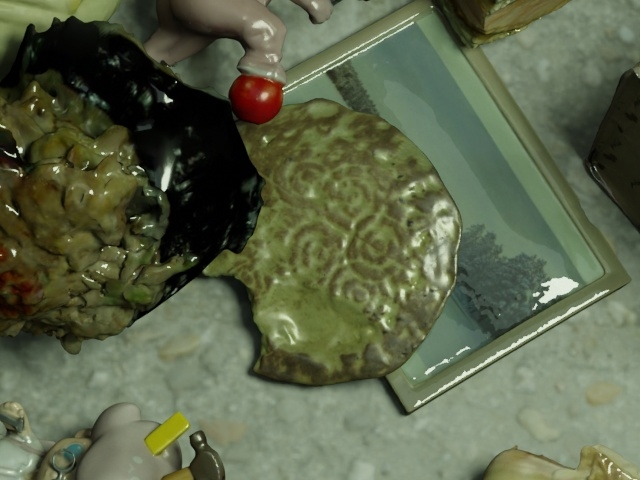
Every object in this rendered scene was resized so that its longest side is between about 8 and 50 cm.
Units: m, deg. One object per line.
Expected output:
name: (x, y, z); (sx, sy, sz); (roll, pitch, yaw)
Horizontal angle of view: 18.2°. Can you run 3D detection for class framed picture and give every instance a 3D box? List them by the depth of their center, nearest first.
framed picture: (0.082, -0.036, 1.587); (0.213, 0.016, 0.289); (-30, 78, -9)

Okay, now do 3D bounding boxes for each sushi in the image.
sushi: (-0.184, -0.023, 1.448); (0.225, 0.238, 0.219); (13, 38, 21)

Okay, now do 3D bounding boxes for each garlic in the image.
garlic: (0.202, 0.213, 1.493); (0.174, 0.099, 0.124); (30, 95, 10)

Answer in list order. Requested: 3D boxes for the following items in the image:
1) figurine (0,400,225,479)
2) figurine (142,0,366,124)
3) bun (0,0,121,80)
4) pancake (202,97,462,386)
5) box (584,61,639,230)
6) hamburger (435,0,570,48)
figurine: (-0.177, 0.187, 1.477); (0.229, 0.112, 0.137); (5, 67, 13)
figurine: (-0.046, -0.232, 1.578); (0.186, 0.176, 0.287); (22, 81, -14)
bun: (-0.292, -0.293, 1.545); (0.361, 0.213, 0.361); (0, 104, -2)
pancake: (0.000, 0.000, 1.548); (0.212, 0.029, 0.235); (-29, 78, 5)
box: (0.368, -0.033, 1.488); (0.190, 0.225, 0.297); (-33, 77, -10)
hamburger: (0.177, -0.267, 1.589); (0.208, 0.135, 0.155); (-23, 72, -16)
